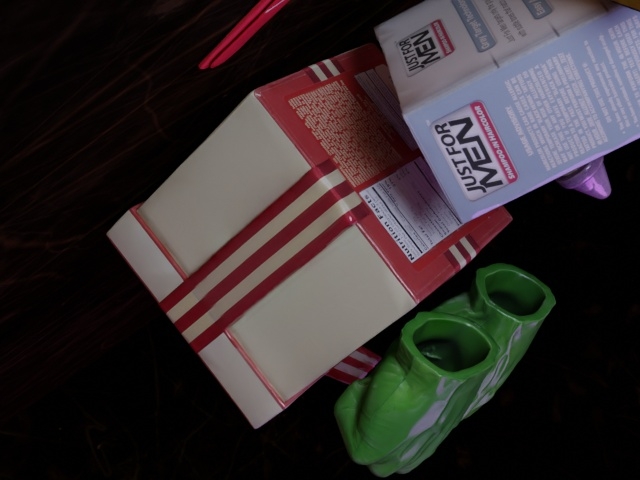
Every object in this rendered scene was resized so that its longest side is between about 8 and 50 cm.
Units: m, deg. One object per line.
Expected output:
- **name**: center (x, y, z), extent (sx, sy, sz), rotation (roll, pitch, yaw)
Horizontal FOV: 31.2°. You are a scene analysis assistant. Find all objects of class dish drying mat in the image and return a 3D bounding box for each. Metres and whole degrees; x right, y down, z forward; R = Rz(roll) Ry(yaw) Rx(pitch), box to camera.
- **dish drying mat**: center (-0.039, -0.129, 0.678), extent (0.083, 0.008, 0.032), rotation (-38, 180, 38)

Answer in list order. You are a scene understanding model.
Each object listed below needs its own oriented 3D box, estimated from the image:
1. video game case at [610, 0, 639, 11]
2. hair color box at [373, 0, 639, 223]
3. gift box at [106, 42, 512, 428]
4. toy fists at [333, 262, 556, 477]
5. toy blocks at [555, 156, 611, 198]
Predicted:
- **video game case**: center (0.286, -0.274, 0.844), extent (0.275, 0.035, 0.248), rotation (-33, -152, -2)
- **hair color box**: center (0.239, -0.178, 0.897), extent (0.374, 0.114, 0.185), rotation (-26, -151, 10)
- **gift box**: center (0.000, 0.000, 1.065), extent (0.258, 0.255, 0.276), rotation (-40, 171, 34)
- **toy fists**: center (0.107, 0.114, 1.022), extent (0.279, 0.096, 0.142), rotation (-28, 148, -57)
- **toy blocks**: center (0.346, -0.206, 1.175), extent (0.309, 0.260, 0.289), rotation (-38, -161, 27)
